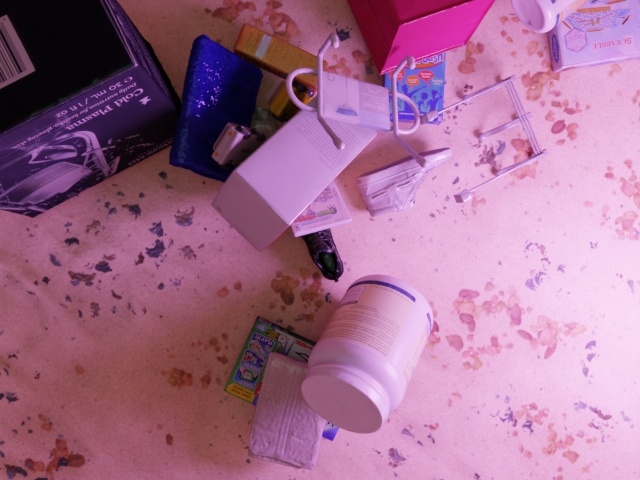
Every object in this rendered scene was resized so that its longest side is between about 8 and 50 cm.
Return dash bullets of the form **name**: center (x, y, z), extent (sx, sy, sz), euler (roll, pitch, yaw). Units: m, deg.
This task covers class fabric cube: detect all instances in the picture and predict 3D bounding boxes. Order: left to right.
- **fabric cube**: center (0.225, -0.596, 1.388), extent (0.254, 0.259, 0.258), euler (-22, 84, -8)

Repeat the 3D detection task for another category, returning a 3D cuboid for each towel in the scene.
- **towel**: center (-0.237, -0.299, 1.387), extent (0.076, 0.228, 0.308), euler (9, 88, 30)
- **towel**: center (-0.073, 0.438, 1.492), extent (0.187, 0.049, 0.282), euler (14, 96, 0)

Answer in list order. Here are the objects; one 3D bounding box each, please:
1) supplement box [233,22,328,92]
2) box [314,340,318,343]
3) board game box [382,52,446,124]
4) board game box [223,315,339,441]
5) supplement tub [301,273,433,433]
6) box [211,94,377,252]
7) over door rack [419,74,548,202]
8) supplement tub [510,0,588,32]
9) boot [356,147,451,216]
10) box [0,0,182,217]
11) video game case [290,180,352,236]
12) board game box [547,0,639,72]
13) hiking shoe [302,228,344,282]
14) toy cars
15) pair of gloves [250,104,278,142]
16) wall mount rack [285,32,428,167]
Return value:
- **supplement box**: center (-0.101, -0.464, 1.494), extent (0.234, 0.078, 0.080), euler (22, 91, -3)
- **box**: center (0.017, 0.329, 1.562), extent (0.081, 0.028, 0.136), euler (-26, 92, -1)
- **board game box**: center (0.243, -0.416, 1.530), extent (0.160, 0.047, 0.210), euler (2, 91, -3)
- **board game box**: center (-0.066, 0.361, 1.529), extent (0.317, 0.046, 0.213), euler (25, 96, 0)
- **supplement tub**: center (0.114, 0.264, 1.394), extent (0.235, 0.235, 0.325), euler (39, 49, -4)
- **box**: center (-0.062, -0.168, 1.375), extent (0.168, 0.215, 0.345), euler (45, 61, -4)
- **over door rack**: center (0.411, -0.263, 1.503), extent (0.324, 0.108, 0.239), euler (-27, 95, -23)
- **supplement tub**: center (0.586, -0.622, 1.429), extent (0.200, 0.144, 0.144), euler (-37, 94, 0)
- **boot**: center (0.231, -0.150, 1.531), extent (0.258, 0.095, 0.123), euler (-19, 103, 3)
- **box**: center (-0.591, -0.305, 1.263), extent (0.480, 0.472, 0.297), euler (-28, 87, -1)
- **video game case**: center (-0.018, -0.089, 1.494), extent (0.157, 0.019, 0.143), euler (-15, 63, -17)
- **board game box**: center (0.755, -0.629, 1.539), extent (0.319, 0.066, 0.317), euler (-9, 93, -2)
- **hiking shoe**: center (0.000, 0.000, 1.502), extent (0.086, 0.114, 0.226), euler (-30, 94, -2)
- **toy cars**: center (-0.144, -0.288, 1.385), extent (0.087, 0.176, 0.393), euler (37, 54, 6)
- **pair of gloves**: center (-0.231, -0.266, 1.513), extent (0.240, 0.042, 0.204), euler (16, 91, -5)
- **wall mount rack**: center (0.104, -0.291, 1.294), extent (0.350, 0.130, 0.304), euler (8, 68, -23)
